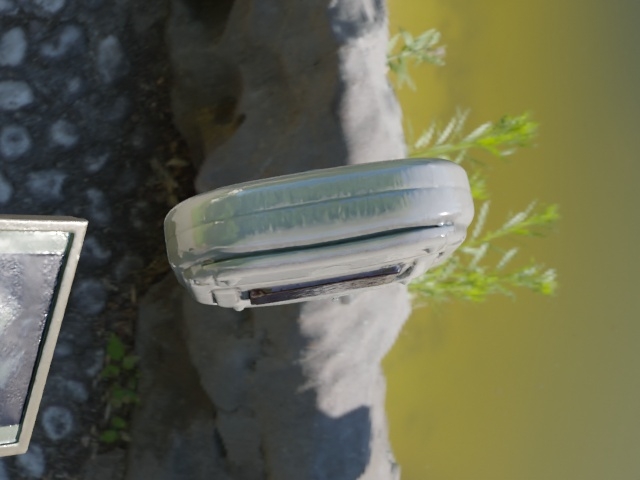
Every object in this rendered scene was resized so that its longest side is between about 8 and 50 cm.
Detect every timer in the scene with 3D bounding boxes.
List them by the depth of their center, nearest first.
[{"bbox_3d":[0.000,-0.001,0.946,0.262,0.237,0.087,-9,79,-5],"label":"timer"}]

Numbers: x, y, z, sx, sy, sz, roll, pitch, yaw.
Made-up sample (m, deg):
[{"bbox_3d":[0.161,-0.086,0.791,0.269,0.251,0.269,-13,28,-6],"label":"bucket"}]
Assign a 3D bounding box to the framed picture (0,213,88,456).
[{"bbox_3d":[-0.352,0.102,1.077,0.209,0.019,0.281,-1,115,-46],"label":"framed picture"}]
